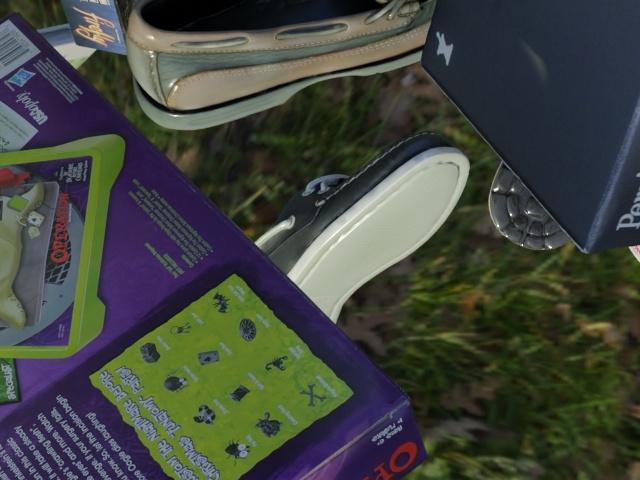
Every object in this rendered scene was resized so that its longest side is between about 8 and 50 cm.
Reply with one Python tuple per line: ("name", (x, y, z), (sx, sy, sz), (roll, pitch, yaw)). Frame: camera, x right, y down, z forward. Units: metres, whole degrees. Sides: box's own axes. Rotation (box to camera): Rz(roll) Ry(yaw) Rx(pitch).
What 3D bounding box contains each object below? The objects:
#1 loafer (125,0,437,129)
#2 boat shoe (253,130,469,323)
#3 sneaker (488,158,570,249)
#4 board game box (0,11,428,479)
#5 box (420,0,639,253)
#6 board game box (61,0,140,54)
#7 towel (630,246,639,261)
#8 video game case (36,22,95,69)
("loafer", (0.011, -0.149, 1.064), (0.267, 0.084, 0.096), (-25, 60, -8))
("boat shoe", (0.000, 0.000, 1.468), (0.302, 0.114, 0.091), (-44, 57, 30))
("sneaker", (0.221, -0.135, 1.494), (0.107, 0.124, 0.283), (30, 104, -5))
("board game box", (-0.136, 0.042, 0.794), (0.208, 0.056, 0.347), (-32, 47, -16))
("box", (0.242, -0.167, 0.863), (0.294, 0.182, 0.296), (-6, 129, -26))
("board game box", (-0.124, -0.265, 1.185), (0.042, 0.165, 0.243), (11, 76, 3))
("towel", (0.242, 0.024, 1.180), (0.029, 0.197, 0.144), (-41, 62, 17))
("video game case", (-0.297, -0.106, 1.518), (0.212, 0.193, 0.023), (-39, 83, 29))
